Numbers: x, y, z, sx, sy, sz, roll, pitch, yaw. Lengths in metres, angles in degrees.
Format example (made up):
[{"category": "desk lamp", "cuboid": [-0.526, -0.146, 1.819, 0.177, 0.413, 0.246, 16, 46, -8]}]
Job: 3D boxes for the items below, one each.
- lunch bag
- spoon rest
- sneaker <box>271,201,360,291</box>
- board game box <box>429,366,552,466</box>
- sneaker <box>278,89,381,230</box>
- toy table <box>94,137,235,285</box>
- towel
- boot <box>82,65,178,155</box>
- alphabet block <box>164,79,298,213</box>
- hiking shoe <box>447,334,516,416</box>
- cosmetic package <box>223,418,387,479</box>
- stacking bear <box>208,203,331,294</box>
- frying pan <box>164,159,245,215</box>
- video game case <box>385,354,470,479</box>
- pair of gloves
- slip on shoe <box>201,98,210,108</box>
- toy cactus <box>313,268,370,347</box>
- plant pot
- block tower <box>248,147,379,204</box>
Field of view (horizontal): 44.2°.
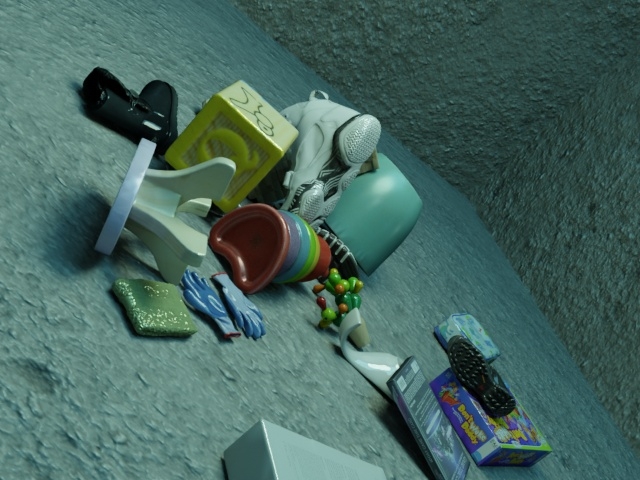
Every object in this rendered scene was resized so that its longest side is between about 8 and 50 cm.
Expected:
[{"category": "lunch bag", "cuboid": [0.432, 0.297, 2.318, 0.176, 0.090, 0.219, 54, 20, 19]}, {"category": "spoon rest", "cuboid": [0.122, 0.268, 1.748, 0.276, 0.084, 0.137, 52, 15, -29]}, {"category": "sneaker", "cuboid": [0.000, 0.000, 1.966, 0.281, 0.106, 0.162, 46, 15, 0]}, {"category": "board game box", "cuboid": [0.440, 0.458, 2.021, 0.347, 0.078, 0.233, 22, 31, -52]}, {"category": "sneaker", "cuboid": [-0.039, -0.177, 1.842, 0.210, 0.366, 0.137, 38, 3, 24]}, {"category": "toy table", "cuboid": [-0.264, -0.050, 1.320, 0.160, 0.252, 0.274, 23, 36, -15]}, {"category": "towel", "cuboid": [-0.265, 0.110, 1.274, 0.110, 0.027, 0.148, 56, 19, 22]}, {"category": "boot", "cuboid": [-0.413, -0.317, 1.718, 0.207, 0.094, 0.247, 36, 27, -40]}, {"category": "alphabet block", "cuboid": [-0.186, -0.207, 1.700, 0.192, 0.193, 0.197, 41, 20, -6]}, {"category": "hiking shoe", "cuboid": [0.388, 0.331, 1.947, 0.227, 0.086, 0.114, 54, 5, 5]}, {"category": "cosmetic package", "cuboid": [0.027, 0.458, 1.088, 0.284, 0.097, 0.377, 31, 24, -36]}, {"category": "stacking bear", "cuboid": [-0.074, 0.023, 1.686, 0.175, 0.164, 0.289, 55, 16, 23]}, {"category": "frying pan", "cuboid": [-0.219, -0.087, 1.758, 0.326, 0.053, 0.197, 48, 20, 11]}, {"category": "video game case", "cuboid": [0.235, 0.395, 1.689, 0.274, 0.026, 0.196, 63, 20, 3]}, {"category": "pair of gloves", "cuboid": [-0.180, 0.118, 1.453, 0.159, 0.023, 0.198, 51, 18, 19]}, {"category": "slip on shoe", "cuboid": [-0.188, -0.296, 2.165, 0.331, 0.101, 0.123, 33, 25, -33]}, {"category": "toy cactus", "cuboid": [0.052, 0.162, 1.789, 0.181, 0.112, 0.219, 64, 14, -7]}, {"category": "plant pot", "cuboid": [0.124, -0.091, 2.086, 0.293, 0.235, 0.293, 50, 0, 0]}, {"category": "block tower", "cuboid": [-0.028, -0.188, 1.973, 0.097, 0.335, 0.091, -108, -178, -51]}]
